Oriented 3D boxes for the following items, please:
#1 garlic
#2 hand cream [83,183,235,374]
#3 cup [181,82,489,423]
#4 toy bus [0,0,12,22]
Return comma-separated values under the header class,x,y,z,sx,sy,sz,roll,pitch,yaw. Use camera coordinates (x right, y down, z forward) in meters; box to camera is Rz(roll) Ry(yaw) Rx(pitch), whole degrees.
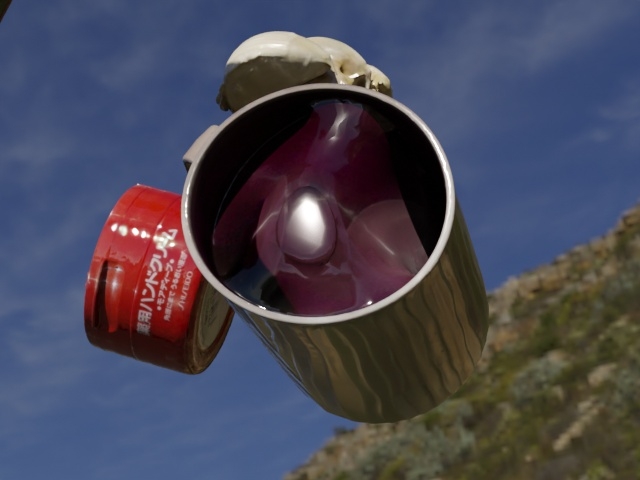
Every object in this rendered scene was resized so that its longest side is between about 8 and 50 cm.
class,x,y,z,sx,sy,sz,roll,pitch,yaw
garlic,0.007,-0.201,1.978,0.203,0.185,0.281,-26,-69,36
hand cream,-0.163,0.043,1.500,0.125,0.193,0.193,13,-23,11
cup,-0.003,0.017,1.188,0.288,0.208,0.273,6,-24,19
toy bus,-0.443,-0.261,1.646,0.092,0.093,0.409,1,-51,-55
